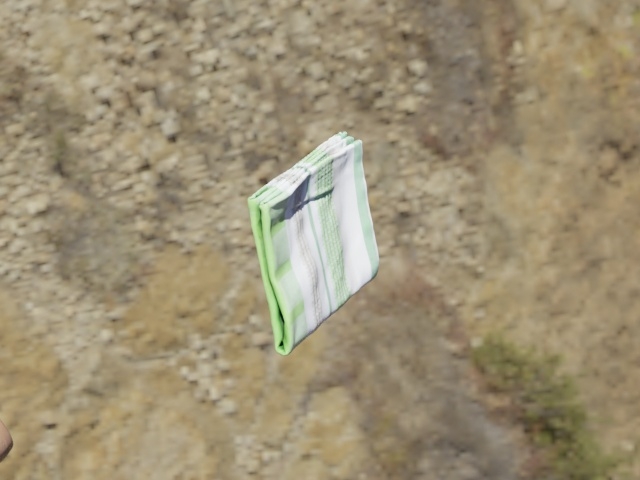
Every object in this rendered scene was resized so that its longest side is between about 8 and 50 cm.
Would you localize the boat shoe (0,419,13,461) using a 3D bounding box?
[{"bbox_3d":[-0.325,0.045,1.166,0.116,0.123,0.324,-32,86,-23],"label":"boat shoe"}]

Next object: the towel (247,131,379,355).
[{"bbox_3d":[0.000,0.000,1.166,0.152,0.023,0.113,-41,123,-59],"label":"towel"}]
